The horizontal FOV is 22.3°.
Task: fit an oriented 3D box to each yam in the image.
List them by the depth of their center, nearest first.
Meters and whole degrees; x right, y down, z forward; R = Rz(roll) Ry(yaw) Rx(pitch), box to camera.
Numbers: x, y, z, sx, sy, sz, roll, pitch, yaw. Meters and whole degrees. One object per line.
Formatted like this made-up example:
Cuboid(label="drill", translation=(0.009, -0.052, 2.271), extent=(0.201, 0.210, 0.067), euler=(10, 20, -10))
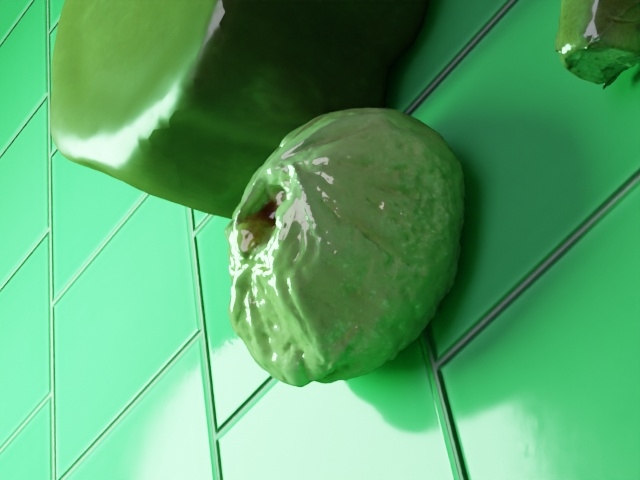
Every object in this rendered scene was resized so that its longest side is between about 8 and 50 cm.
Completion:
Cuboid(label="yam", translation=(0.220, -0.279, 1.117), extent=(0.083, 0.083, 0.371), euler=(-18, 54, 52))

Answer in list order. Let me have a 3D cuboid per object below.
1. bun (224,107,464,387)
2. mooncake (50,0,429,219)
Cuboid(label="bun", translation=(0.000, 0.000, 1.195), extent=(0.220, 0.134, 0.220), euler=(-36, 40, 38))
Cuboid(label="mooncake", translation=(-0.070, -0.199, 1.414), extent=(0.378, 0.201, 0.378), euler=(-36, 43, 44))
